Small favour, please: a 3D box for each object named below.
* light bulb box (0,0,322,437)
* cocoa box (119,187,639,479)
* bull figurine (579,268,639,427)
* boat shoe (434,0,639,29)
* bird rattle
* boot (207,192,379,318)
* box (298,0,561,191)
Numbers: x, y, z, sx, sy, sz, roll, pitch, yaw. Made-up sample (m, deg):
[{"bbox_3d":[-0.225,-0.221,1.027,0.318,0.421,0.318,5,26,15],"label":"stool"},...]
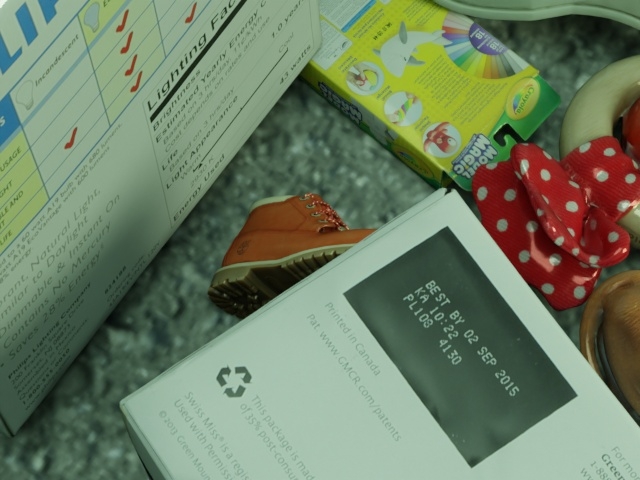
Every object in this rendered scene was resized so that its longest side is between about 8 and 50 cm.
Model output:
[{"bbox_3d":[-0.189,-0.136,1.007,0.225,0.361,0.358,30,69,17],"label":"light bulb box"},{"bbox_3d":[0.078,0.197,0.984,0.231,0.228,0.347,-32,72,-12],"label":"cocoa box"},{"bbox_3d":[0.308,0.103,1.051,0.310,0.101,0.188,8,98,9],"label":"bull figurine"},{"bbox_3d":[0.216,-0.198,1.173,0.302,0.114,0.091,13,49,8],"label":"boat shoe"},{"bbox_3d":[0.230,-0.037,1.152,0.253,0.143,0.207,5,51,10],"label":"bird rattle"},{"bbox_3d":[0.000,0.000,1.125,0.158,0.059,0.085,-6,50,40],"label":"boot"},{"bbox_3d":[0.069,-0.114,1.207,0.179,0.043,0.105,40,74,18],"label":"box"}]
